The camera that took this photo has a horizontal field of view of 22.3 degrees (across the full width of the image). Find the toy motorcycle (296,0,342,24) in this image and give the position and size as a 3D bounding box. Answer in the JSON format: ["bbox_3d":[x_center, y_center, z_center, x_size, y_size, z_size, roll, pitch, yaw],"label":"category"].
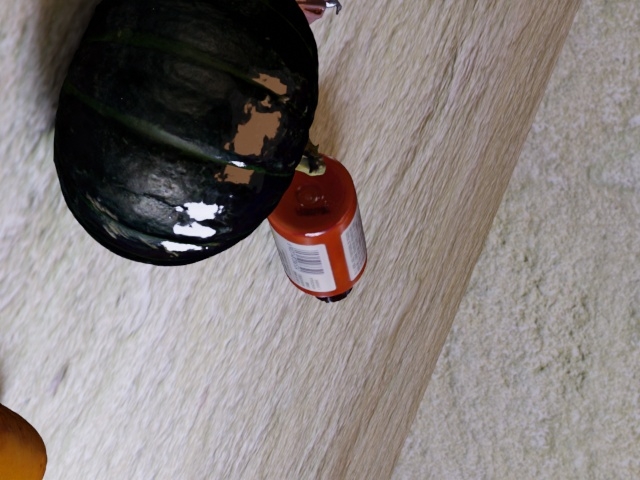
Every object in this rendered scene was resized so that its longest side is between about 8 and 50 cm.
[{"bbox_3d":[-0.007,-0.267,1.514,0.212,0.084,0.118,-48,149,-62],"label":"toy motorcycle"}]

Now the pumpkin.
[{"bbox_3d":[-0.094,-0.095,1.237,0.250,0.216,0.250,-53,-156,36],"label":"pumpkin"}]

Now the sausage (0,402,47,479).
[{"bbox_3d":[-0.267,0.165,1.288,0.076,0.076,0.197,-63,166,-11],"label":"sausage"}]

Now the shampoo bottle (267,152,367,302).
[{"bbox_3d":[0.000,0.000,1.897,0.104,0.104,0.278,-61,164,-18],"label":"shampoo bottle"}]
